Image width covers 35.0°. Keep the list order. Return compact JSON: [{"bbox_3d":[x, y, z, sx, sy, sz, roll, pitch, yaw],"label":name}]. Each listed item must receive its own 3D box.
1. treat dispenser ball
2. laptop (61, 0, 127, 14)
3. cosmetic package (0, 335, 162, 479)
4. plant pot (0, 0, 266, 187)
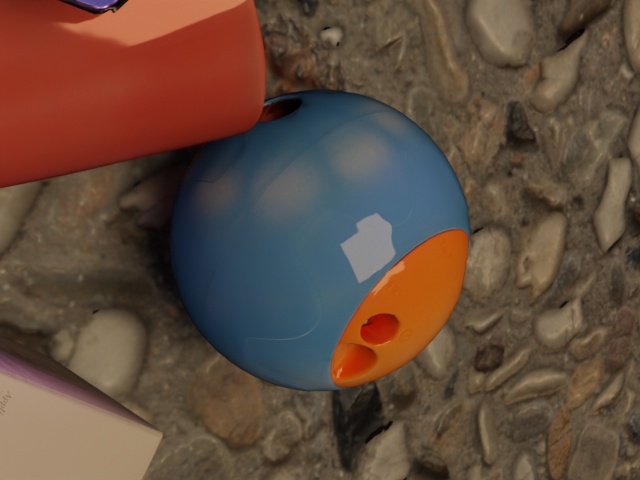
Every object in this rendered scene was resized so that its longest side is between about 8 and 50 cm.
[{"bbox_3d":[0.000,0.000,0.976,0.288,0.288,0.288,-10,106,-37],"label":"treat dispenser ball"},{"bbox_3d":[-0.212,-0.404,0.687,0.408,0.236,0.382,54,56,-27],"label":"laptop"},{"bbox_3d":[-0.290,0.145,0.818,0.225,0.224,0.138,34,79,-38],"label":"cosmetic package"},{"bbox_3d":[-0.212,-0.169,0.800,0.243,0.275,0.275,-25,115,-21],"label":"plant pot"}]
